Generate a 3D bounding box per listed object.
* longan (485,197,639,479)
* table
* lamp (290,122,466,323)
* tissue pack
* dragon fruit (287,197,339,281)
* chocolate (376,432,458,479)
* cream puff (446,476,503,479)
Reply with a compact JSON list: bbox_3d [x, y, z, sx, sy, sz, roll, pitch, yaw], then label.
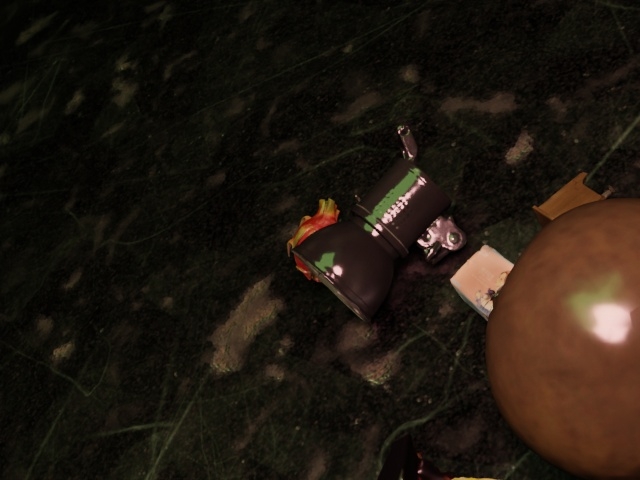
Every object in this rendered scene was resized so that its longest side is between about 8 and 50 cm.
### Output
[{"bbox_3d":[0.303,0.097,1.175,0.297,0.297,0.297,-22,42,22],"label":"longan"},{"bbox_3d":[0.324,-0.025,1.427,0.082,0.083,0.070,-40,36,-6],"label":"table"},{"bbox_3d":[0.094,-0.014,1.554,0.172,0.147,0.227,44,87,11],"label":"lamp"},{"bbox_3d":[0.217,0.060,1.452,0.074,0.059,0.094,-45,38,-2],"label":"tissue pack"},{"bbox_3d":[0.002,-0.001,1.666,0.086,0.081,0.116,22,81,26],"label":"dragon fruit"},{"bbox_3d":[0.126,0.346,1.224,0.177,0.206,0.224,22,74,1],"label":"chocolate"},{"bbox_3d":[0.155,0.346,1.040,0.282,0.282,0.185,-52,1,-13],"label":"cream puff"}]
